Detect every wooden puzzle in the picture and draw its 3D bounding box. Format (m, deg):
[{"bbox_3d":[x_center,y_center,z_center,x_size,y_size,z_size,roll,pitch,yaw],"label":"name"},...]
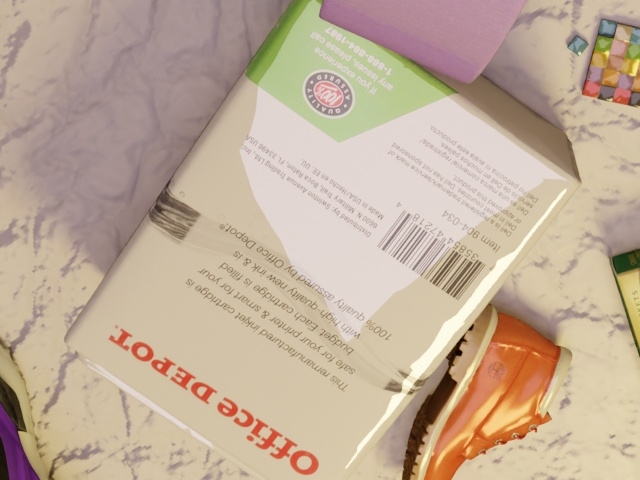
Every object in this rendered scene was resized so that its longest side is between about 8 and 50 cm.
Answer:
[{"bbox_3d":[0.195,-0.109,0.906,0.083,0.006,0.049,13,110,1],"label":"wooden puzzle"}]

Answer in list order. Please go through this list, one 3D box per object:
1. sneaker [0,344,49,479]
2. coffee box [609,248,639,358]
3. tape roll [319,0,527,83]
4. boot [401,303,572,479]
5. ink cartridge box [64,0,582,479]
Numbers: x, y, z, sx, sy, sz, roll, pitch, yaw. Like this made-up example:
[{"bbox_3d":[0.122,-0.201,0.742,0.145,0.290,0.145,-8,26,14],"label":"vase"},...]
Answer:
[{"bbox_3d":[-0.223,0.214,0.985,0.102,0.146,0.293,-22,105,13],"label":"sneaker"},{"bbox_3d":[0.290,0.039,0.929,0.184,0.040,0.113,-16,107,11],"label":"coffee box"},{"bbox_3d":[0.093,-0.222,0.736,0.090,0.275,0.275,25,109,-3],"label":"tape roll"},{"bbox_3d":[0.108,0.124,0.970,0.085,0.059,0.158,22,109,-7],"label":"boot"},{"bbox_3d":[0.000,0.000,0.906,0.198,0.115,0.273,35,108,-6],"label":"ink cartridge box"}]
